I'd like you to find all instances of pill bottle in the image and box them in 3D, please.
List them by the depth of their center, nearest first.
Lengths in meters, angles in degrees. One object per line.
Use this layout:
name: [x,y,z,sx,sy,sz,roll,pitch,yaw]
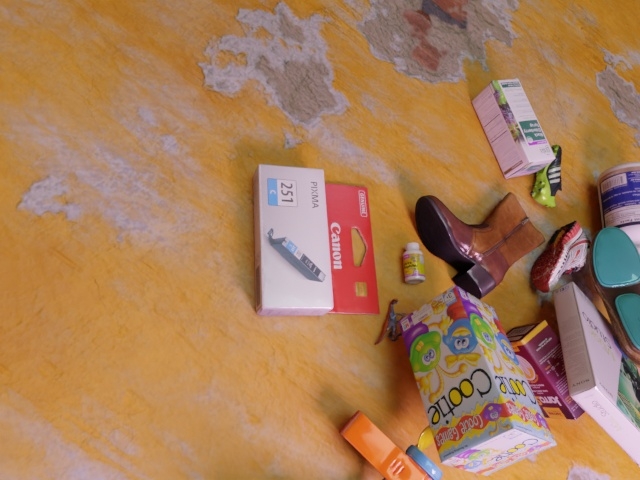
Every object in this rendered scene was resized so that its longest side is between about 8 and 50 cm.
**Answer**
pill bottle: [0.199,0.048,1.100,0.044,0.043,0.083,6,68,-19]
pill bottle: [0.796,-0.052,1.304,0.153,0.153,0.264,14,67,-16]

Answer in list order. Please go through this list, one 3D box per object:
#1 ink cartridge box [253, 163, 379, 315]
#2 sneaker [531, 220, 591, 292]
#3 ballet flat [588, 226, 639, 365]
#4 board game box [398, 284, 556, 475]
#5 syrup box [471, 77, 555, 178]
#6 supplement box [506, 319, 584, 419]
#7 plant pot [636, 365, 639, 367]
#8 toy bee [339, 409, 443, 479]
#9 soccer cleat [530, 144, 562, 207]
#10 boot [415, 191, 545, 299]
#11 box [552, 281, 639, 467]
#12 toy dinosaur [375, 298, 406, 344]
ink cartridge box: [0.000,0.000,1.032,0.262,0.066,0.295,3,70,-19]
sneaker: [0.584,0.048,1.223,0.092,0.088,0.225,47,62,0]
ballet flat: [0.690,0.132,1.171,0.116,0.124,0.342,-10,50,12]
board game box: [0.266,0.244,0.917,0.142,0.144,0.275,29,33,-35]
syrup box: [0.487,-0.284,1.308,0.093,0.096,0.236,-12,74,-25]
supplement box: [0.469,0.272,1.080,0.081,0.104,0.188,-31,84,-21]
plant pot: [0.777,0.254,1.212,0.135,0.095,0.134,7,68,-19]
toy bee: [0.155,0.434,0.895,0.196,0.162,0.298,-26,61,-5]
soccer cleat: [0.593,-0.166,1.329,0.072,0.060,0.178,31,69,-18]
boot: [0.372,-0.041,1.172,0.281,0.096,0.264,-35,85,-29]
box: [0.585,0.262,1.061,0.232,0.058,0.322,44,35,-12]
toy dinosaur: [0.143,0.159,1.042,0.090,0.047,0.082,-9,55,-13]
